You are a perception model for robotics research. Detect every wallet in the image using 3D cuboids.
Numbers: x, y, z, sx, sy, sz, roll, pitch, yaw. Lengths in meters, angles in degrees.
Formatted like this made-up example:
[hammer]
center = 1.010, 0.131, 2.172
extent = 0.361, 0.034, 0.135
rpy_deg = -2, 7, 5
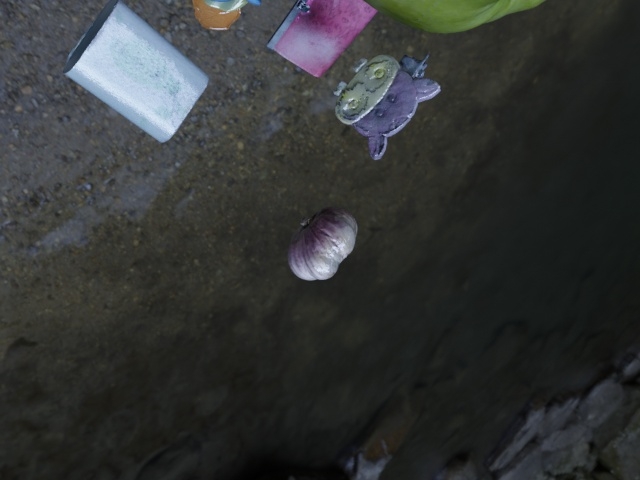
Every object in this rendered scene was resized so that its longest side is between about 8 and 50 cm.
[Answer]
[wallet]
center = 0.011, -0.384, 0.991
extent = 0.119, 0.025, 0.232
rpy_deg = 27, 144, -21

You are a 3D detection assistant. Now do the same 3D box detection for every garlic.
[garlic]
center = 0.000, 0.000, 1.031
extent = 0.147, 0.102, 0.159
rpy_deg = -32, -163, 50

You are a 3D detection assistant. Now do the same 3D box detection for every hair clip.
[hair clip]
center = 0.107, -0.246, 0.951
extent = 0.187, 0.146, 0.056
rpy_deg = -45, 161, -4

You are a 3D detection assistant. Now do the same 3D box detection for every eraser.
[eraser]
center = -0.351, -0.325, 1.110
extent = 0.227, 0.081, 0.174
rpy_deg = 36, 88, -40

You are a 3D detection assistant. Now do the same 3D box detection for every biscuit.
[biscuit]
center = -0.229, -0.513, 1.251
extent = 0.102, 0.019, 0.130
rpy_deg = -12, 151, -1

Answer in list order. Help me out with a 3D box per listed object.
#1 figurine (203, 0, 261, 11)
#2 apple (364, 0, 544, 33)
[figurine]
center = -0.191, -0.503, 1.034
extent = 0.179, 0.262, 0.154
rpy_deg = 12, 109, -1
[apple]
center = 0.133, -0.379, 0.530
extent = 0.357, 0.357, 0.357
rpy_deg = -26, 138, -27
